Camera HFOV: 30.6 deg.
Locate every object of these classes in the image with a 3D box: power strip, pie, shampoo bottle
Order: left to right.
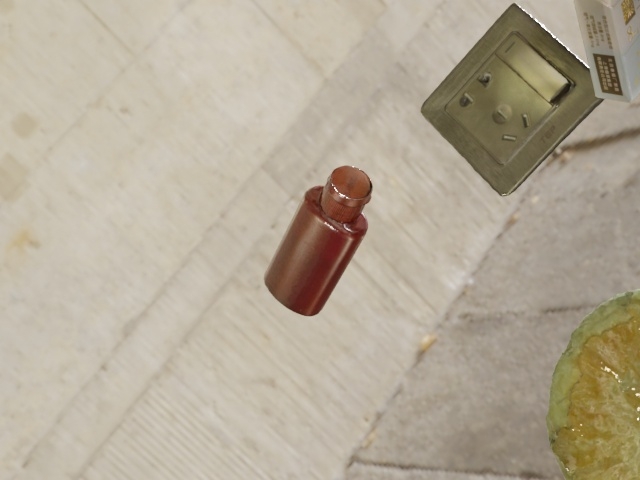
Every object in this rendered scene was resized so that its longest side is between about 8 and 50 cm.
[{"bbox_3d":[0.000,0.000,1.605,0.064,0.102,0.260,-44,-12,-39],"label":"shampoo bottle"},{"bbox_3d":[0.332,-0.233,1.983,0.251,0.092,0.257,-50,55,18],"label":"power strip"},{"bbox_3d":[0.397,0.210,1.337,0.306,0.306,0.071,-37,-19,22],"label":"pie"}]

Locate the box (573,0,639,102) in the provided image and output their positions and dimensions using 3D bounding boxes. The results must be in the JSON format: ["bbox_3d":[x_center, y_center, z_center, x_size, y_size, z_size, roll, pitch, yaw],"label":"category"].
[{"bbox_3d":[0.435,-0.339,1.676,0.067,0.243,0.155,15,55,39],"label":"box"}]
